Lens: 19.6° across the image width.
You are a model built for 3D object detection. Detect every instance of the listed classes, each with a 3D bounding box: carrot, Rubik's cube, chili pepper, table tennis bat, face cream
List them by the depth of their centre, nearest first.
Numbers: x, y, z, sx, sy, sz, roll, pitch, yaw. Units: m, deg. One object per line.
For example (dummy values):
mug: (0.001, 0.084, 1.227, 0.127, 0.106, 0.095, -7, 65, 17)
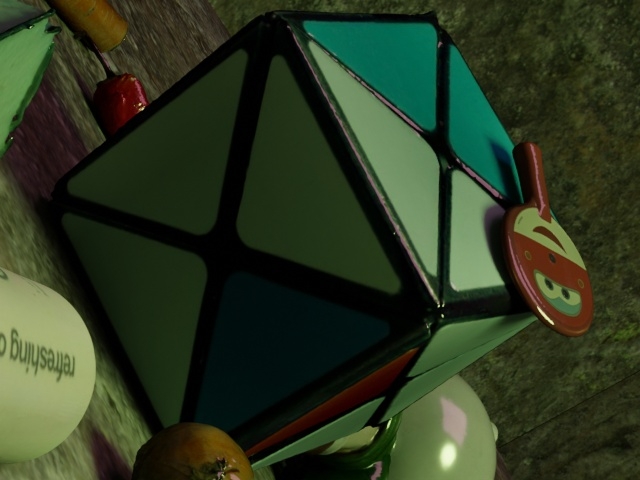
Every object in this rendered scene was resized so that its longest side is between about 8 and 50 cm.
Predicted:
face cream: (-0.181, 0.035, 0.737, 0.092, 0.092, 0.311, 62, 7, 16)
carrot: (-0.056, 0.219, 1.030, 0.078, 0.078, 0.298, 55, 12, -40)
table tennis bat: (0.153, -0.002, 1.288, 0.098, 0.019, 0.154, 27, 45, -39)
Rubik's cube: (0.000, 0.000, 1.328, 0.248, 0.250, 0.246, -8, 67, -59)
chili pepper: (-0.155, -0.073, 1.667, 0.050, 0.059, 0.268, -25, 88, -46)
carrot: (-0.233, -0.228, 1.751, 0.139, 0.048, 0.048, 47, 14, -55)

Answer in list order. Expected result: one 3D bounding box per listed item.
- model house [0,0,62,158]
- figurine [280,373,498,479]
model house: (-0.235, -0.104, 0.970, 0.149, 0.119, 0.148, 37, 28, 7)
figurine: (0.041, 0.167, 1.621, 0.281, 0.167, 0.370, 59, 13, 28)
